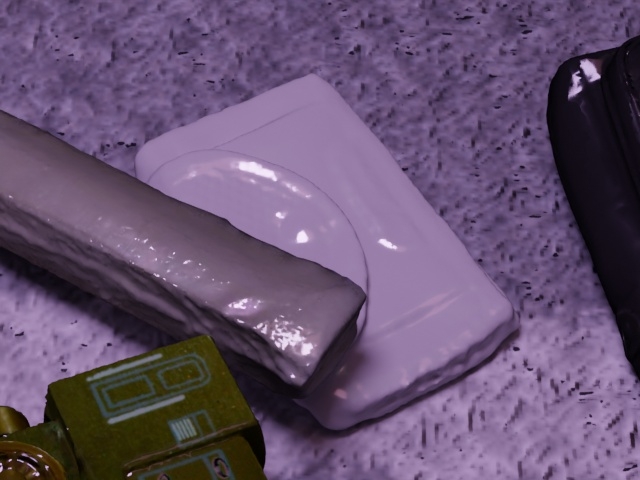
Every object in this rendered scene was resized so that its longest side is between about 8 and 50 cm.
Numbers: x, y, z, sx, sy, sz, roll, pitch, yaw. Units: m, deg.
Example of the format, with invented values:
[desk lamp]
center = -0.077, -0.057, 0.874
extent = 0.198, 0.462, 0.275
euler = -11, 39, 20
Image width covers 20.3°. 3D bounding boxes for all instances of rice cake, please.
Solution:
[rice cake]
center = -0.097, -0.004, 0.811
extent = 0.256, 0.052, 0.057
euler = 26, 65, 22

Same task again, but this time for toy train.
[toy train]
center = -0.061, 0.148, 0.696
extent = 0.137, 0.090, 0.225
euler = -17, 56, -21

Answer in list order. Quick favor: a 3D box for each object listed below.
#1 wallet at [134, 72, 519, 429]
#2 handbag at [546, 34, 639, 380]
[wallet]
center = 0.000, 0.000, 0.849
extent = 0.124, 0.032, 0.183
euler = -24, 58, -24
[handbag]
center = 0.265, -0.015, 0.857
extent = 0.275, 0.088, 0.244
euler = -8, 58, -13
